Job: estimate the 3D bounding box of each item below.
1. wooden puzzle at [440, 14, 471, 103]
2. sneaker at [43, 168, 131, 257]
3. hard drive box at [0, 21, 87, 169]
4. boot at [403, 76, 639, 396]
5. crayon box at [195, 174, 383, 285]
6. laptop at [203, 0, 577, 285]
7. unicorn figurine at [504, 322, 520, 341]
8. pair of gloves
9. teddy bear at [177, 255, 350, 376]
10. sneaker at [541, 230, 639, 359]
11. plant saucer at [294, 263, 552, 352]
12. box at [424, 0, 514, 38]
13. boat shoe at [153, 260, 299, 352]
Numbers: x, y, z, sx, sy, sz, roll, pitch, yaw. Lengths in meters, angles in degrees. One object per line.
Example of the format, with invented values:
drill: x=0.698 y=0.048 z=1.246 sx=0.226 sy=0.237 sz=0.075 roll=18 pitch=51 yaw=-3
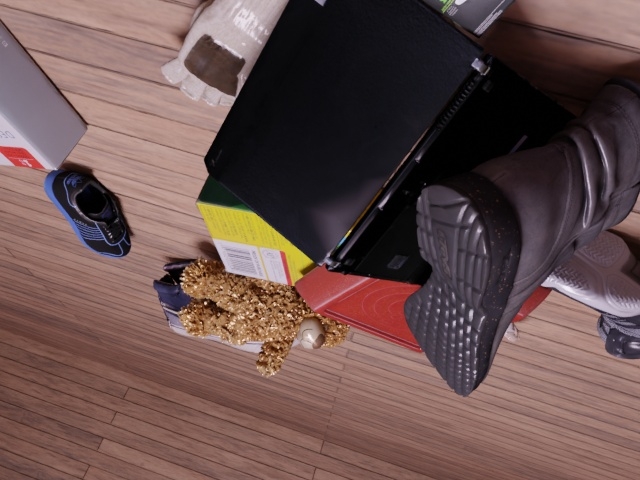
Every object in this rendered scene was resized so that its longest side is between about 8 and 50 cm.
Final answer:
wooden puzzle: x=0.097 y=-0.172 z=0.477 sx=0.078 sy=0.014 sz=0.116 roll=-4 pitch=143 yaw=29
sneaker: x=-0.411 y=-0.037 z=0.948 sx=0.090 sy=0.082 sz=0.232 roll=14 pitch=150 yaw=26
hard drive box: x=-0.469 y=-0.210 z=0.687 sx=0.180 sy=0.089 sz=0.232 roll=7 pitch=149 yaw=24
boot: x=0.209 y=0.024 z=0.514 sx=0.118 sy=0.222 sz=0.338 roll=53 pitch=162 yaw=30
crayon box: x=0.000 y=0.000 z=0.747 sx=0.318 sy=0.081 sz=0.202 roll=12 pitch=149 yaw=11
laptop: x=0.067 y=-0.091 z=0.489 sx=0.264 sy=0.137 sz=0.234 roll=11 pitch=126 yaw=-40
unicorn figurine: x=0.278 y=0.117 z=0.799 sx=0.111 sy=0.060 sz=0.162 roll=19 pitch=151 yaw=4
pair of gloves: x=-0.030 y=-0.152 z=0.529 sx=0.240 sy=0.042 sz=0.204 roll=36 pitch=147 yaw=-27
teddy bear: x=-0.110 y=0.138 z=0.955 sx=0.337 sy=0.245 sz=0.113 roll=26 pitch=-166 yaw=-1
sneaker: x=0.362 y=0.077 z=0.635 sx=0.268 sy=0.101 sz=0.153 roll=15 pitch=148 yaw=5
plant saucer: x=0.128 y=0.082 z=0.697 sx=0.258 sy=0.048 sz=0.258 roll=25 pitch=145 yaw=-22
box: x=0.103 y=-0.203 z=0.368 sx=0.083 sy=0.062 sz=0.052 roll=28 pitch=150 yaw=-13
boat shoe: x=-0.192 y=0.132 z=1.061 sx=0.340 sy=0.127 sz=0.158 roll=1 pitch=133 yaw=16
